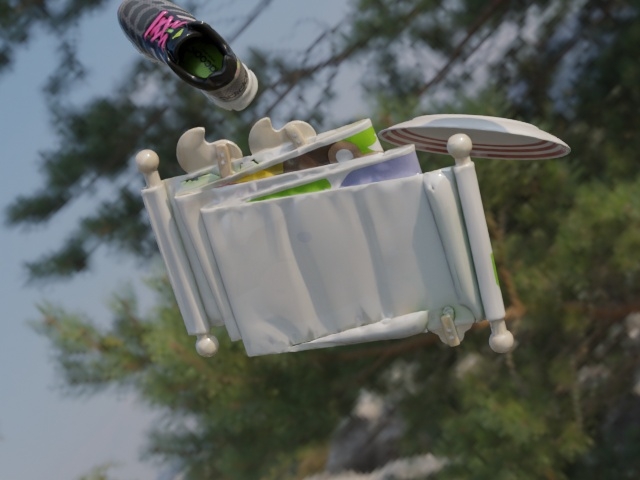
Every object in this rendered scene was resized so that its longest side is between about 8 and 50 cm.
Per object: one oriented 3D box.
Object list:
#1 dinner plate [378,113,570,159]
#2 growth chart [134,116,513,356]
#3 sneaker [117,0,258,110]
[{"bbox_3d":[0.113,-0.077,1.047,0.141,0.141,0.017,91,-177,-86],"label":"dinner plate"},{"bbox_3d":[0.000,0.000,0.935,0.237,0.172,0.021,-4,16,14],"label":"growth chart"},{"bbox_3d":[-0.136,-0.194,1.393,0.063,0.170,0.075,-49,-18,-5],"label":"sneaker"}]
